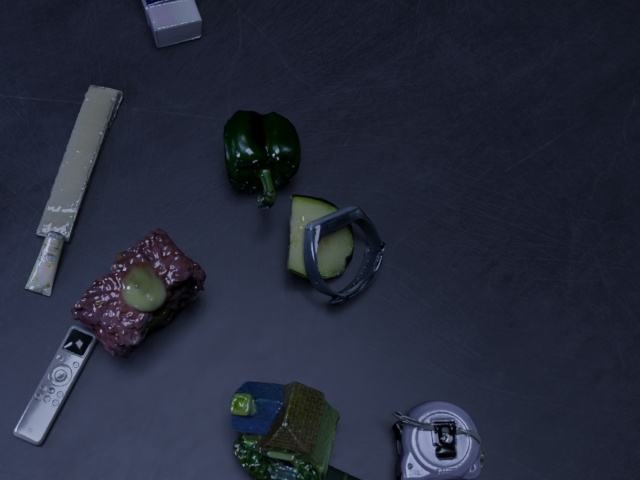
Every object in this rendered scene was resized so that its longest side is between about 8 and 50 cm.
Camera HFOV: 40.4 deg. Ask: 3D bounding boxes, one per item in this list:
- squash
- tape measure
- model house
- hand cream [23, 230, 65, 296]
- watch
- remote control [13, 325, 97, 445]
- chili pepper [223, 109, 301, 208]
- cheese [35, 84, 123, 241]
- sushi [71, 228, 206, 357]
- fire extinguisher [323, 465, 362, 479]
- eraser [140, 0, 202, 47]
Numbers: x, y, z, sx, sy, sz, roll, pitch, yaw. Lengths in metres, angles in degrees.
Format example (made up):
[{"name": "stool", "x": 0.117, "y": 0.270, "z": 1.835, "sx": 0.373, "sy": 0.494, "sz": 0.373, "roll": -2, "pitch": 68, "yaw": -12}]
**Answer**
[{"name": "squash", "x": -0.016, "y": 0.003, "z": 2.007, "sx": 0.184, "sy": 0.085, "sz": 0.191, "roll": 13, "pitch": 74, "yaw": -33}, {"name": "tape measure", "x": 0.247, "y": 0.429, "z": 1.854, "sx": 0.196, "sy": 0.105, "sz": 0.178, "roll": -8, "pitch": 70, "yaw": -8}, {"name": "model house", "x": -0.094, "y": 0.378, "z": 1.752, "sx": 0.214, "sy": 0.189, "sz": 0.195, "roll": 7, "pitch": 57, "yaw": 19}, {"name": "hand cream", "x": -0.605, "y": 0.049, "z": 1.920, "sx": 0.061, "sy": 0.039, "sz": 0.143, "roll": 17, "pitch": 87, "yaw": -3}, {"name": "watch", "x": 0.056, "y": 0.029, "z": 1.963, "sx": 0.206, "sy": 0.068, "sz": 0.193, "roll": -24, "pitch": 101, "yaw": -34}, {"name": "remote control", "x": -0.559, "y": 0.303, "z": 1.843, "sx": 0.067, "sy": 0.029, "sz": 0.261, "roll": 24, "pitch": 69, "yaw": 2}, {"name": "chili pepper", "x": -0.141, "y": -0.175, "z": 2.002, "sx": 0.174, "sy": 0.165, "sz": 0.261, "roll": 4, "pitch": 65, "yaw": -25}, {"name": "cheese", "x": -0.560, "y": -0.186, "z": 2.023, "sx": 0.085, "sy": 0.034, "sz": 0.400, "roll": 15, "pitch": 68, "yaw": -1}, {"name": "sushi", "x": -0.381, "y": 0.116, "z": 1.831, "sx": 0.171, "sy": 0.236, "sz": 0.270, "roll": 46, "pitch": 67, "yaw": 2}, {"name": "fire extinguisher", "x": 0.131, "y": 0.565, "z": 1.799, "sx": 0.294, "sy": 0.093, "sz": 0.118, "roll": 24, "pitch": 95, "yaw": 2}, {"name": "eraser", "x": -0.396, "y": -0.634, "z": 2.181, "sx": 0.130, "sy": 0.086, "sz": 0.287, "roll": -18, "pitch": 73, "yaw": -14}]
